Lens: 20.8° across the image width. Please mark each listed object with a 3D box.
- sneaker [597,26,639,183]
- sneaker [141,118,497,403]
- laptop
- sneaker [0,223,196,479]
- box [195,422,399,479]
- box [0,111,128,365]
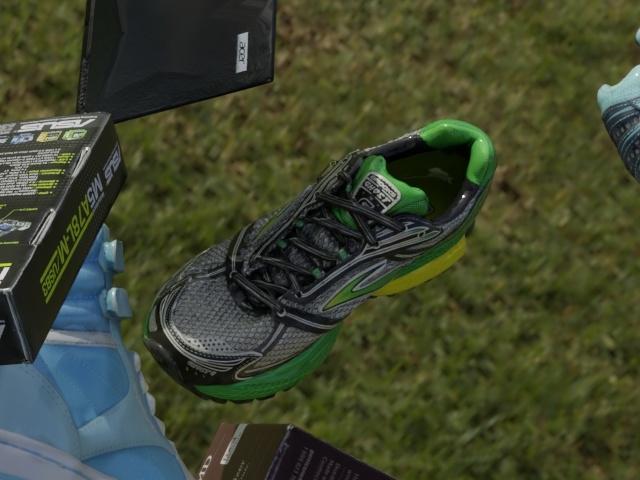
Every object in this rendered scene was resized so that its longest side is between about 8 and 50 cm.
[{"bbox_3d":[0.281,-0.120,1.160,0.122,0.110,0.283,51,45,-1],"label":"sneaker"},{"bbox_3d":[0.000,0.000,1.378,0.343,0.146,0.134,-35,72,-30],"label":"sneaker"},{"bbox_3d":[-0.116,-0.158,1.347,0.137,0.264,0.234,6,62,-7],"label":"laptop"},{"bbox_3d":[-0.132,0.090,1.053,0.319,0.127,0.208,41,46,-59],"label":"sneaker"},{"bbox_3d":[-0.024,0.271,1.555,0.167,0.203,0.168,28,76,-16],"label":"box"},{"bbox_3d":[-0.204,0.002,0.827,0.191,0.045,0.184,-5,30,11],"label":"box"}]
